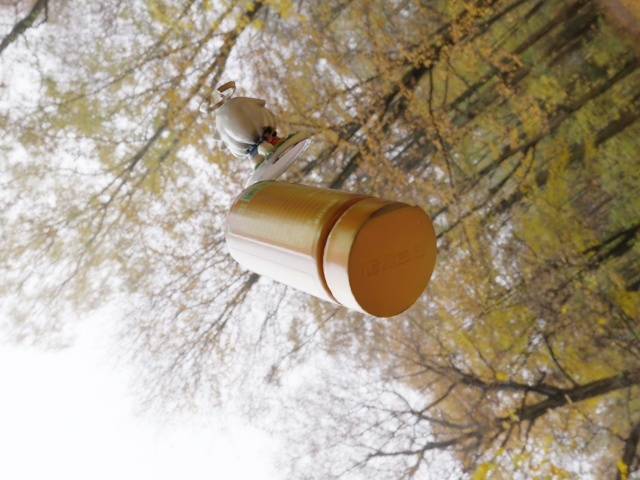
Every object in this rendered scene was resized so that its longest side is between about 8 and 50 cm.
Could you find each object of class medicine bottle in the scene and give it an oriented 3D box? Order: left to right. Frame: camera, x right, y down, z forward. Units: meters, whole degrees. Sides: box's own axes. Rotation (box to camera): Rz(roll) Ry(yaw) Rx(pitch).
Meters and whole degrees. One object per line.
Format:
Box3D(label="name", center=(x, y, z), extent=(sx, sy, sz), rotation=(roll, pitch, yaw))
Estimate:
Box3D(label="medicine bottle", center=(0.000, 0.000, 0.560), extent=(0.096, 0.096, 0.192), rotation=(26, 173, -38))

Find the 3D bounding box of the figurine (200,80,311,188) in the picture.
Box3D(label="figurine", center=(-0.107, -0.167, 0.937), extent=(0.153, 0.132, 0.132), rotation=(47, -153, 2))
